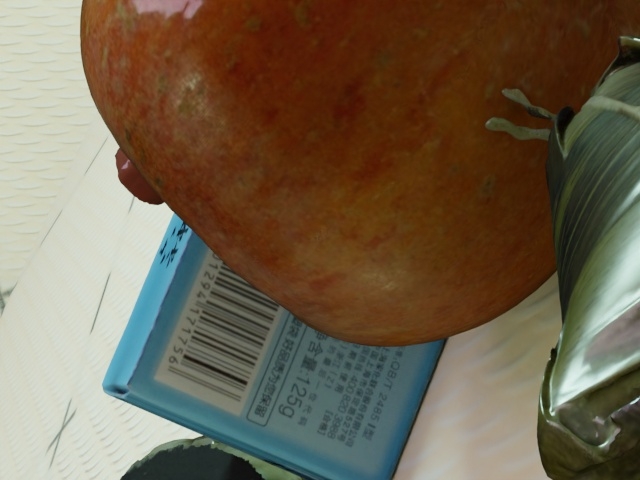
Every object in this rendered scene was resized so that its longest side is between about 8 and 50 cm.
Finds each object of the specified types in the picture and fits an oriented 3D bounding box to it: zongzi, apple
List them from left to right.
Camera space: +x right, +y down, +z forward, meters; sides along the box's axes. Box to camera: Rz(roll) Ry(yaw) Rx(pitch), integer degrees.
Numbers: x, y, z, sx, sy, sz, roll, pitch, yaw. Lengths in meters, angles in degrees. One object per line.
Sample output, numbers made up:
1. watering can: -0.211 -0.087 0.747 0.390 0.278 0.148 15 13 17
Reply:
1. apple: 0.028 -0.085 0.758 0.253 0.253 0.253 -57 16 27
2. zongzi: 0.168 -0.037 0.520 0.241 0.111 0.248 -40 17 20

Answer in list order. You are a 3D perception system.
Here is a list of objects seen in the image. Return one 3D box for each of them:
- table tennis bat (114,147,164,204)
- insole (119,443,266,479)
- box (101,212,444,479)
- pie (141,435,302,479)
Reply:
1. table tennis bat: 0.012 -0.158 1.118 0.414 0.051 0.268 -40 12 30
2. insole: -0.037 0.156 0.879 0.309 0.012 0.110 -2 55 55
3. box: 0.000 0.000 0.918 0.232 0.142 0.083 -68 14 -12
4. pie: -0.102 0.254 1.004 0.337 0.075 0.337 -51 23 32
